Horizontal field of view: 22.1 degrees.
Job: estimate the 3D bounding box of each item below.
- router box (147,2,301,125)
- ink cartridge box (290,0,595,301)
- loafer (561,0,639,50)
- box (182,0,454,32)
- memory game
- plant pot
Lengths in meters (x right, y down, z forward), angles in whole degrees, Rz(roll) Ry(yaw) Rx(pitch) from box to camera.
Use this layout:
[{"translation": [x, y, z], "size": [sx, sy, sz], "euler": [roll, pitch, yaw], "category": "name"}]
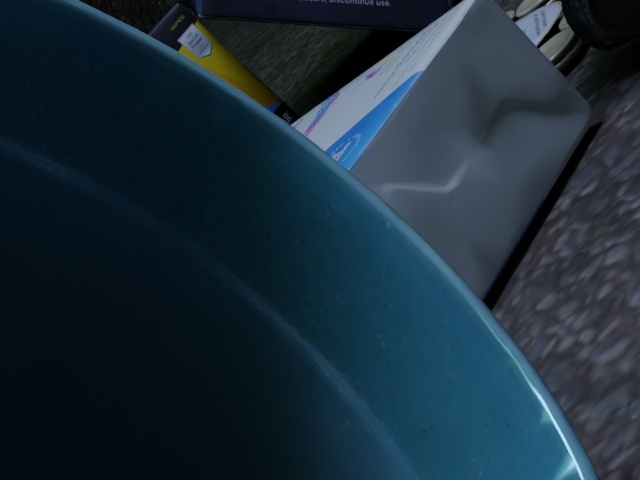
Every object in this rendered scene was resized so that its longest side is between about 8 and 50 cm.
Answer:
[{"translation": [-0.101, -0.076, 1.188], "size": [0.046, 0.133, 0.179], "euler": [-40, 13, 39], "category": "router box"}, {"translation": [0.000, 0.000, 0.730], "size": [0.231, 0.078, 0.134], "euler": [-31, 18, 50], "category": "ink cartridge box"}, {"translation": [0.172, -0.149, 0.701], "size": [0.170, 0.062, 0.061], "euler": [-48, 17, -7], "category": "loafer"}, {"translation": [-0.006, -0.307, 1.186], "size": [0.296, 0.183, 0.294], "euler": [-128, 42, -78], "category": "box"}, {"translation": [0.094, -0.090, 0.875], "size": [0.186, 0.012, 0.186], "euler": [-43, 11, 11], "category": "memory game"}, {"translation": [-0.114, 0.104, 0.376], "size": [0.255, 0.271, 0.271], "euler": [-55, 7, 25], "category": "plant pot"}]
